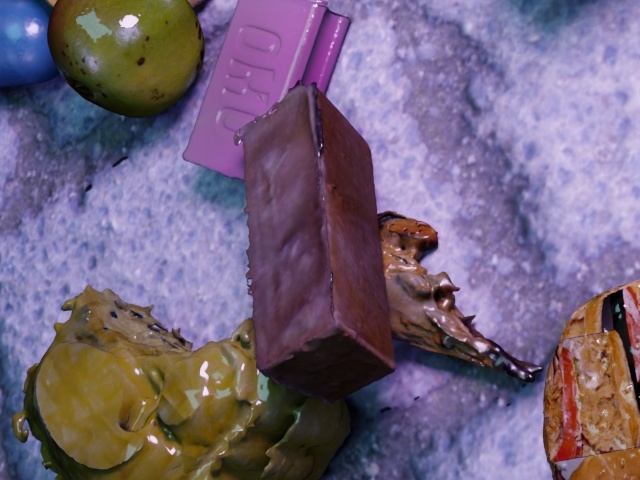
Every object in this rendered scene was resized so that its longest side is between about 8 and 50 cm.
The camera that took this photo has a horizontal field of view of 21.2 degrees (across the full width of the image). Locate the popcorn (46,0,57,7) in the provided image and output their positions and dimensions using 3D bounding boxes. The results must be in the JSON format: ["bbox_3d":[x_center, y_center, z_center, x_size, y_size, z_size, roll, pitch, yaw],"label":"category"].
[{"bbox_3d":[-0.283,-0.424,1.956,0.265,0.225,0.332,2,91,33],"label":"popcorn"}]

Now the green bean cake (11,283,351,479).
[{"bbox_3d":[-0.158,0.161,1.705,0.285,0.202,0.310,-53,53,11],"label":"green bean cake"}]

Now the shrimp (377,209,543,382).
[{"bbox_3d":[0.108,0.048,1.619,0.262,0.066,0.117,22,92,37],"label":"shrimp"}]

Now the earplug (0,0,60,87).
[{"bbox_3d":[-0.410,-0.239,2.058,0.273,0.132,0.132,2,79,34],"label":"earplug"}]

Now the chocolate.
[{"bbox_3d":[0.000,0.000,1.633,0.112,0.112,0.321,-32,43,26],"label":"chocolate"}]

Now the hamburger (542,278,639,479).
[{"bbox_3d":[0.280,0.138,1.441,0.231,0.107,0.231,-5,81,32],"label":"hamburger"}]

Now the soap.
[{"bbox_3d":[-0.057,-0.159,1.801,0.122,0.065,0.203,18,89,39],"label":"soap"}]

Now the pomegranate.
[{"bbox_3d":[-0.195,-0.237,1.874,0.210,0.180,0.180,-44,49,-18],"label":"pomegranate"}]
